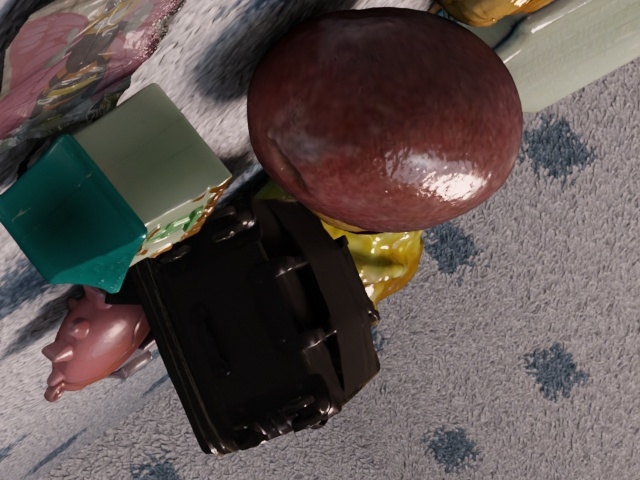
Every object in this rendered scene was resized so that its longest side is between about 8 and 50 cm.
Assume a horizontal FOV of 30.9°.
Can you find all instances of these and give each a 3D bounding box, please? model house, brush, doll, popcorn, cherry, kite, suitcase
[{"bbox_3d":[-0.162,-0.027,0.883,0.149,0.100,0.127,-35,173,-27],"label":"model house"},{"bbox_3d":[0.159,-0.300,1.551,0.051,0.014,0.164,-38,176,-5],"label":"brush"},{"bbox_3d":[-0.264,0.097,1.469,0.262,0.093,0.211,-56,168,1],"label":"doll"},{"bbox_3d":[-0.007,0.005,1.724,0.335,0.274,0.279,-32,-156,6],"label":"popcorn"},{"bbox_3d":[0.050,-0.117,1.116,0.261,0.221,0.307,3,-176,39],"label":"cherry"},{"bbox_3d":[-0.187,-0.088,0.825,0.204,0.022,0.360,-38,176,-44],"label":"kite"},{"bbox_3d":[-0.062,0.093,1.367,0.194,0.283,0.434,-23,178,13],"label":"suitcase"}]

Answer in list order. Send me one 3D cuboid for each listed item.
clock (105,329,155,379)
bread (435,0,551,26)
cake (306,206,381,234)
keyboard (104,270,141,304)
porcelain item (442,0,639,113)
[{"bbox_3d":[-0.259,0.123,1.811,0.253,0.083,0.186,-37,174,-27],"label":"clock"},{"bbox_3d":[0.192,-0.285,1.102,0.198,0.120,0.236,-31,-170,10],"label":"bread"},{"bbox_3d":[0.042,-0.128,1.402,0.208,0.185,0.178,-23,139,6],"label":"cake"},{"bbox_3d":[-0.203,0.035,1.390,0.381,0.041,0.103,13,90,-78],"label":"keyboard"},{"bbox_3d":[0.291,-0.297,1.400,0.286,0.157,0.281,-29,161,4],"label":"porcelain item"}]
